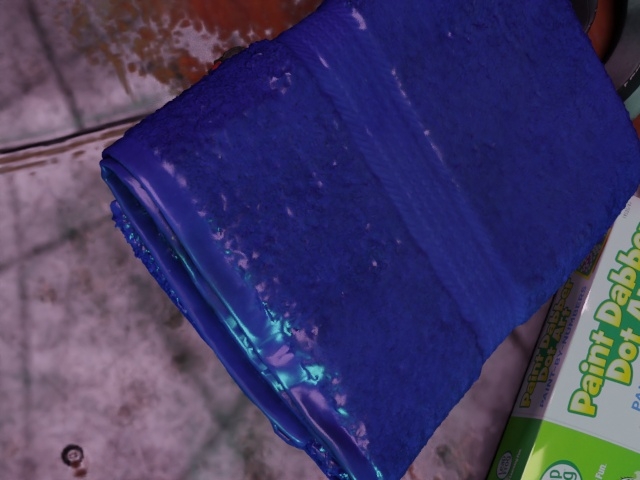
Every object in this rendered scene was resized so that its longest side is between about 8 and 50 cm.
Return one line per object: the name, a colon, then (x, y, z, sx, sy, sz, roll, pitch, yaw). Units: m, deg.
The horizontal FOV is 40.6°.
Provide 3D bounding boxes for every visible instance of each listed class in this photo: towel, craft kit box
towel: (0.050, -0.036, 0.496, 0.308, 0.076, 0.228, -42, 109, -27)
craft kit box: (0.266, 0.126, 0.615, 0.246, 0.061, 0.250, 22, 84, -7)

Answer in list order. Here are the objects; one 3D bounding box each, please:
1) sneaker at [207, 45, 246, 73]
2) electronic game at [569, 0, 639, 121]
sneaker: (0.000, 0.000, 0.560, 0.125, 0.104, 0.262, -20, 96, -28)
electronic game: (0.148, -0.169, 0.604, 0.229, 0.048, 0.229, -1, 96, -10)
